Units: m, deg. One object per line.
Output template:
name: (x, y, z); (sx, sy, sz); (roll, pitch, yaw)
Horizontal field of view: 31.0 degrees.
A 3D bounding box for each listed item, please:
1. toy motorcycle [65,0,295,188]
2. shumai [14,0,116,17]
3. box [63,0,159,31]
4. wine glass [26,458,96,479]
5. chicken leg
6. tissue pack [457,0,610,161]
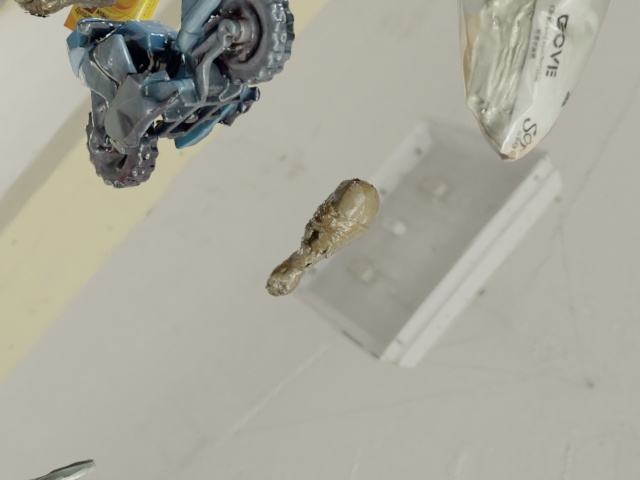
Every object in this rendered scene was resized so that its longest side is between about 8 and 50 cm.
toy motorcycle: (-0.199, -0.235, 1.457); (0.416, 0.172, 0.232); (-32, -105, 43)
shumai: (-0.378, -0.446, 1.713); (0.184, 0.185, 0.218); (18, -154, 30)
box: (-0.321, -0.451, 1.951); (0.152, 0.043, 0.269); (34, -80, 32)
wine glass: (-0.339, 0.436, 1.629); (0.156, 0.232, 0.156); (-18, 180, 0)
chicken leg: (0.002, 0.002, 1.469); (0.198, 0.069, 0.085); (-47, -174, 12)
tissue pack: (0.259, -0.310, 1.411); (0.390, 0.195, 0.375); (-56, 155, -68)
